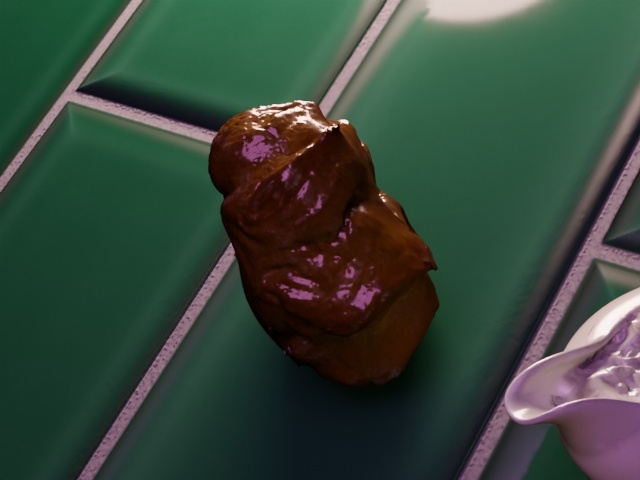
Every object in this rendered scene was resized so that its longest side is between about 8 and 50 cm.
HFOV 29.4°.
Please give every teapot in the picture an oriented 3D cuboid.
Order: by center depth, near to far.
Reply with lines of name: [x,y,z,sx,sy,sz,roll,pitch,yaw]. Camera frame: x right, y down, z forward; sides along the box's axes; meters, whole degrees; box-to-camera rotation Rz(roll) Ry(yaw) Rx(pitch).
teapot: [0.279,0.095,0.879,0.298,0.139,0.204,-28,33,-9]

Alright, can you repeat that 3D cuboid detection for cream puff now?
cream puff: [0.000,0.000,1.046,0.155,0.241,0.269,-33,79,7]
